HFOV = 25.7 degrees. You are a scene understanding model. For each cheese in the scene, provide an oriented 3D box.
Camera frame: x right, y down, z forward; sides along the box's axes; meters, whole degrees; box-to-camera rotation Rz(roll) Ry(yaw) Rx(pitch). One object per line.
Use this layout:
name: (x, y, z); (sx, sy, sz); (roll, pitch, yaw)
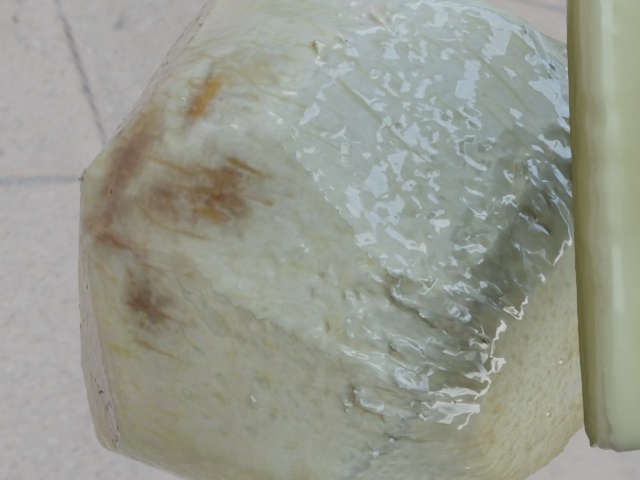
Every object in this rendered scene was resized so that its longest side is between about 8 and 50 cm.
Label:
cheese: (0.247, -0.031, 0.700); (0.124, 0.243, 0.265); (62, 26, -85)

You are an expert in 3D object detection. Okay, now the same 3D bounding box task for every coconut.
coconut: (0.000, 0.000, 0.959); (0.415, 0.415, 0.344); (-76, 161, -48)
